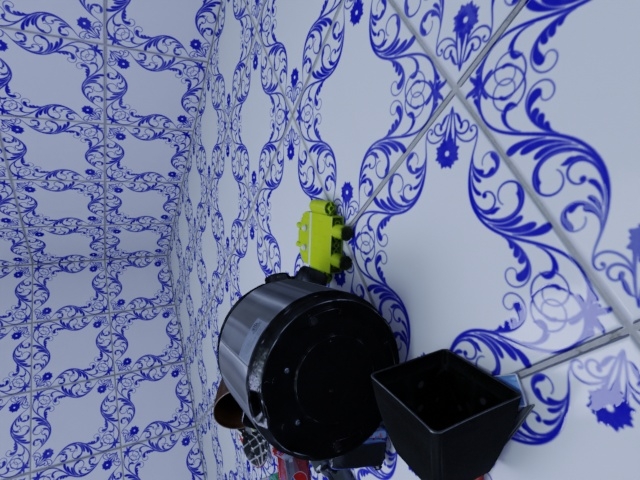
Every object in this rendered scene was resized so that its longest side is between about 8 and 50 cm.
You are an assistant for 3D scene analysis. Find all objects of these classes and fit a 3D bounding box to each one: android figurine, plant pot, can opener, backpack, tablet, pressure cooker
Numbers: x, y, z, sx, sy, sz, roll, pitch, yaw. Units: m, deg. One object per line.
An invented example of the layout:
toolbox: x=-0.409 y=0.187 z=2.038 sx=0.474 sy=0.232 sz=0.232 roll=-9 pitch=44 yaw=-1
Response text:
android figurine: x=0.000 y=0.000 z=1.202 sx=0.273 sy=0.056 sz=0.247 roll=20 pitch=110 yaw=56
plant pot: x=-0.369 y=0.667 z=1.781 sx=0.230 sy=0.216 sz=0.215 roll=-126 pitch=41 yaw=-63
can opener: x=0.019 y=0.681 z=1.243 sx=0.093 sy=0.074 sz=0.280 roll=-52 pitch=41 yaw=1
backpack: x=0.072 y=0.500 z=1.043 sx=0.173 sy=0.159 sz=0.116 roll=-156 pitch=74 yaw=-69
tablet: x=0.325 y=0.269 z=0.716 sx=0.083 sy=0.006 sz=0.054 roll=-40 pitch=55 yaw=55
plant pot: x=0.220 y=0.333 z=0.730 sx=0.187 sy=0.188 sz=0.166 roll=-157 pitch=61 yaw=-62
pressure cooker: x=-0.058 y=0.275 z=1.001 sx=0.421 sy=0.370 sz=0.375 roll=1 pitch=114 yaw=62

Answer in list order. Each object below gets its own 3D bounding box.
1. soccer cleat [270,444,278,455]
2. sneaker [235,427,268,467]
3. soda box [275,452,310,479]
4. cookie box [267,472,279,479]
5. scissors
soccer cleat: x=-0.193 y=0.843 z=1.647 sx=0.035 sy=0.029 sz=0.083 roll=104 pitch=149 yaw=-43
sneaker: x=-0.298 y=0.904 z=1.791 sx=0.279 sy=0.108 sz=0.118 roll=36 pitch=142 yaw=57
soda box: x=-0.085 y=0.879 z=1.399 sx=0.083 sy=0.092 sz=0.262 roll=-23 pitch=73 yaw=58
cookie box: x=-0.143 y=0.903 z=1.487 sx=0.040 sy=0.107 sz=0.091 roll=38 pitch=125 yaw=52
scissors: x=0.314 y=0.405 z=0.742 sx=0.297 sy=0.021 sz=0.108 roll=-58 pitch=37 yaw=41
